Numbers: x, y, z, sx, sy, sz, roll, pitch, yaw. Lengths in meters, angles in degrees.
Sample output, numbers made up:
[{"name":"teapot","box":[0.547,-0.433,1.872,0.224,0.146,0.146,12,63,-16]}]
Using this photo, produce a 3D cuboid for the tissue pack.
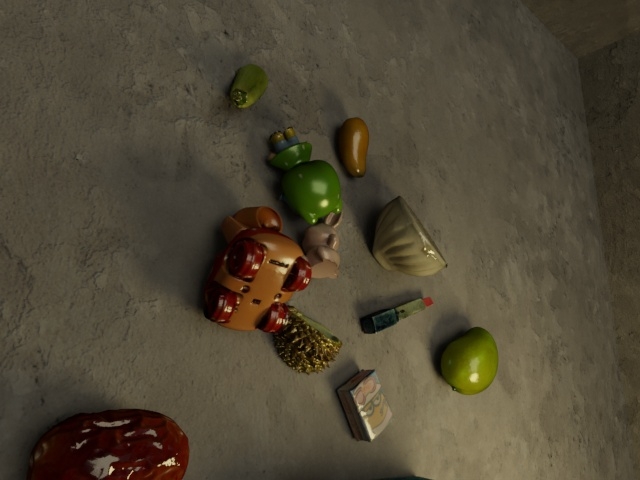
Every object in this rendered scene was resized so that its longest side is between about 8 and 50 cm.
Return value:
[{"name":"tissue pack","box":[0.122,0.442,1.249,0.116,0.065,0.155,-25,94,-43]}]

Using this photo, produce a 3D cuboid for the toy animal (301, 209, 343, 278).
[{"name":"toy animal","box":[-0.002,-0.001,1.238,0.124,0.124,0.212,33,38,-30]}]

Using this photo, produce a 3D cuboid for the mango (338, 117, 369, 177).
[{"name":"mango","box":[0.101,-0.282,1.408,0.102,0.085,0.183,3,87,-44]}]

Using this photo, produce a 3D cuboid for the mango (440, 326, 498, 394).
[{"name":"mango","box":[0.505,0.400,1.535,0.273,0.149,0.185,-14,86,-47]}]

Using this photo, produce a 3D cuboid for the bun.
[{"name":"bun","box":[0.245,0.013,1.412,0.263,0.175,0.263,52,14,-19]}]

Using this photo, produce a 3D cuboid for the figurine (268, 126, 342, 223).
[{"name":"figurine","box":[-0.046,-0.172,1.222,0.162,0.143,0.263,-24,83,-32]}]

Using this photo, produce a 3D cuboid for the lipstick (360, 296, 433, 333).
[{"name":"lipstick","box":[0.245,0.219,1.424,0.312,0.051,0.051,-12,86,-44]}]

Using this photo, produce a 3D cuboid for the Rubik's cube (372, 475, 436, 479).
[{"name":"Rubik's cube","box":[0.257,0.771,1.114,0.322,0.316,0.318,18,68,-35]}]

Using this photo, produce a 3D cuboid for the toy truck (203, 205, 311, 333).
[{"name":"toy truck","box":[-0.158,0.059,1.051,0.189,0.239,0.264,20,107,-35]}]

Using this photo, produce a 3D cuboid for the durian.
[{"name":"durian","box":[-0.032,0.250,1.163,0.252,0.144,0.139,32,22,-23]}]

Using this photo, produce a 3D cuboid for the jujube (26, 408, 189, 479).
[{"name":"jujube","box":[-0.354,0.377,0.790,0.251,0.174,0.174,17,68,-34]}]

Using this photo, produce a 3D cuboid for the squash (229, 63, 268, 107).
[{"name":"squash","box":[-0.197,-0.379,1.183,0.200,0.075,0.090,-73,146,-52]}]
